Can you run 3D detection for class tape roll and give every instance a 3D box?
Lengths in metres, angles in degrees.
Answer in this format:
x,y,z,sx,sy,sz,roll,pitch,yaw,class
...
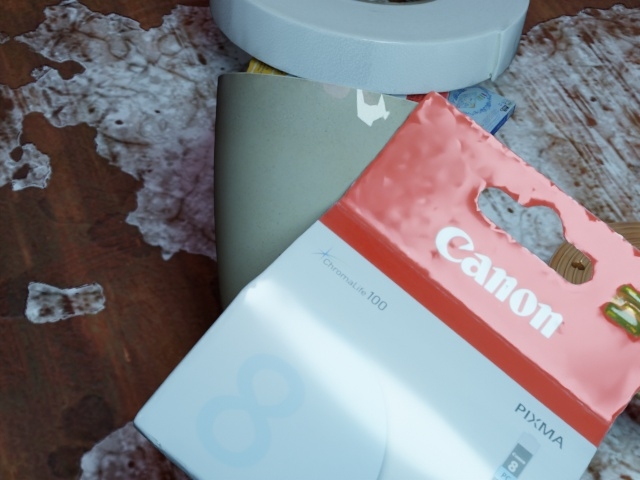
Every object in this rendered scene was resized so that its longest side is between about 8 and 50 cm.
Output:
x,y,z,sx,sy,sz,roll,pitch,yaw,class
0.060,-0.302,1.541,0.392,0.072,0.392,6,35,-4,tape roll

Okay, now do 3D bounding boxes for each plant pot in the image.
x,y,z,sx,sy,sz,roll,pitch,yaw,class
0.000,0.000,1.223,0.257,0.256,0.273,12,90,5,plant pot

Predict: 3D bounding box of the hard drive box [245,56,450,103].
x,y,z,sx,sy,sz,roll,pitch,yaw,class
0.016,-0.122,1.441,0.232,0.089,0.181,13,44,6,hard drive box

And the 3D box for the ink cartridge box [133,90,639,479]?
x,y,z,sx,sy,sz,roll,pitch,yaw,class
0.089,0.102,1.032,0.308,0.091,0.385,39,85,7,ink cartridge box

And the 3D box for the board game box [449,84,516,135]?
x,y,z,sx,sy,sz,roll,pitch,yaw,class
0.176,-0.156,1.538,0.090,0.020,0.090,31,54,20,board game box

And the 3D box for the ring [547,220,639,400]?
x,y,z,sx,sy,sz,roll,pitch,yaw,class
0.391,0.089,1.294,0.337,0.032,0.336,8,35,-6,ring
